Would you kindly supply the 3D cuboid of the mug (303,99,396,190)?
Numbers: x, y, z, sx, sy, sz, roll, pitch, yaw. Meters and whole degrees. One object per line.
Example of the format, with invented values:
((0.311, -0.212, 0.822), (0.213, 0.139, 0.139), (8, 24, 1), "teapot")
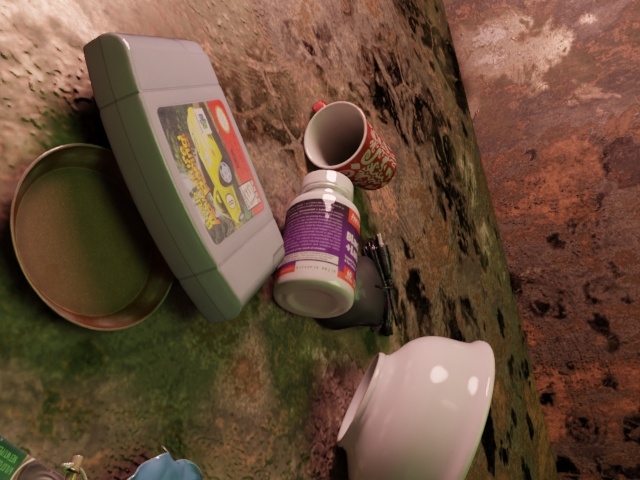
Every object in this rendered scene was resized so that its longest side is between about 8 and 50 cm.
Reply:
((0.060, -0.170, 0.923), (0.169, 0.113, 0.150), (23, 60, -59), "mug")

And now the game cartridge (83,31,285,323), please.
((-0.130, -0.071, 0.568), (0.294, 0.060, 0.196), (68, 22, -13), "game cartridge")

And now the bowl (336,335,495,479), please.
((0.112, 0.249, 0.744), (0.297, 0.134, 0.298), (-63, 174, -12), "bowl")

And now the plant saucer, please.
((-0.200, -0.002, 0.476), (0.168, 0.029, 0.168), (32, 51, -50), "plant saucer")

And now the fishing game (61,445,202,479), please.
((-0.144, 0.272, 0.437), (0.264, 0.041, 0.189), (58, 31, -51), "fishing game")

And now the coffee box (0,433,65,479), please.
((-0.235, 0.211, 0.309), (0.113, 0.040, 0.184), (57, 34, -30), "coffee box")

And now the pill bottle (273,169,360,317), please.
((0.000, 0.000, 0.741), (0.108, 0.108, 0.193), (45, 42, -43), "pill bottle")

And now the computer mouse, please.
((0.074, 0.075, 0.876), (0.272, 0.072, 0.188), (4, 75, -60), "computer mouse")
